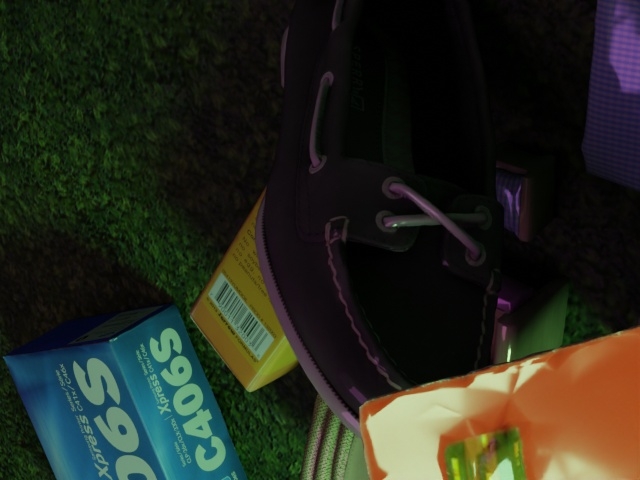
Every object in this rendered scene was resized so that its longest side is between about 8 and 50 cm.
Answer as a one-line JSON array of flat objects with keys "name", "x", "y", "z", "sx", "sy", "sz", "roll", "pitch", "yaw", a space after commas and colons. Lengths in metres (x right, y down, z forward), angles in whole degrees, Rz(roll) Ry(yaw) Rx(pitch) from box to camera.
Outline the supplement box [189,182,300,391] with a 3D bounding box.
[{"name": "supplement box", "x": 0.000, "y": 0.000, "z": 0.902, "sx": 0.080, "sy": 0.078, "sz": 0.233, "roll": 52, "pitch": 137, "yaw": 14}]

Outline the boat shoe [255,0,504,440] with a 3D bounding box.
[{"name": "boat shoe", "x": 0.036, "y": -0.047, "z": 0.698, "sx": 0.095, "sy": 0.112, "sz": 0.335, "roll": -54, "pitch": 27, "yaw": 35}]

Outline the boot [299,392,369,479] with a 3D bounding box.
[{"name": "boot", "x": 0.084, "y": 0.222, "z": 0.925, "sx": 0.203, "sy": 0.095, "sz": 0.262, "roll": 11, "pitch": 117, "yaw": 40}]

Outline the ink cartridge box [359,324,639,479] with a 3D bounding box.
[{"name": "ink cartridge box", "x": 0.230, "y": 0.164, "z": 0.559, "sx": 0.091, "sy": 0.385, "sz": 0.308, "roll": -122, "pitch": 20, "yaw": -68}]

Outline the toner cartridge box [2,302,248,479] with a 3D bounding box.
[{"name": "toner cartridge box", "x": -0.126, "y": 0.230, "z": 1.156, "sx": 0.165, "sy": 0.075, "sz": 0.347, "roll": -12, "pitch": 103, "yaw": 49}]

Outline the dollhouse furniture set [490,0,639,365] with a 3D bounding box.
[{"name": "dollhouse furniture set", "x": 0.138, "y": -0.008, "z": 0.669, "sx": 0.286, "sy": 0.198, "sz": 0.303, "roll": 24, "pitch": 126, "yaw": 34}]
